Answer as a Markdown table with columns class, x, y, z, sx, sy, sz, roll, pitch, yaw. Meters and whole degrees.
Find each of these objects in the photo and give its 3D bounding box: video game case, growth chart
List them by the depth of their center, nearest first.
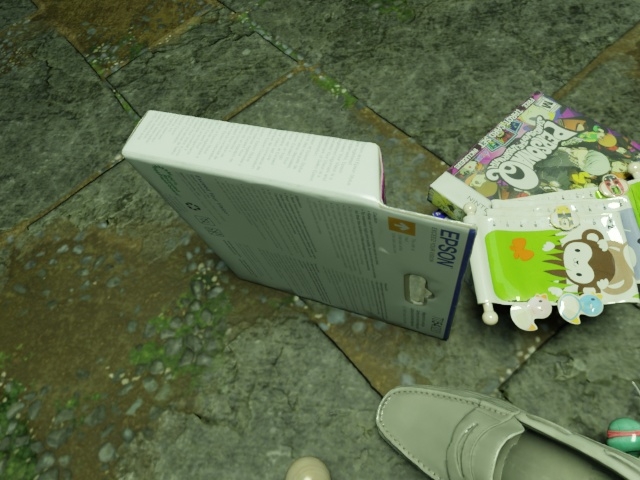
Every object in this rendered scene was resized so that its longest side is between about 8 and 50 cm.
| class | x | y | z | sx | sy | sz | roll | pitch | yaw |
| --- | --- | --- | --- | --- | --- | --- | --- | --- | --- |
| growth chart | 0.281 | 0.006 | 0.496 | 0.237 | 0.021 | 0.172 | -12 | 64 | 2 |
| video game case | 0.296 | -0.073 | 0.571 | 0.232 | 0.042 | 0.210 | -40 | 64 | -13 |

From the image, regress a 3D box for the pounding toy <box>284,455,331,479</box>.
| class | x | y | z | sx | sy | sz | roll | pitch | yaw |
| --- | --- | --- | --- | --- | --- | --- | --- | --- | --- |
| pounding toy | 0.001 | 0.370 | 0.441 | 0.183 | 0.110 | 0.237 | -35 | 51 | -14 |

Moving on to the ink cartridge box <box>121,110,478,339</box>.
| class | x | y | z | sx | sy | sz | roll | pitch | yaw |
| --- | --- | --- | --- | --- | --- | --- | --- | --- | --- |
| ink cartridge box | 0.000 | 0.000 | 0.509 | 0.330 | 0.324 | 0.071 | 13 | 67 | 17 |

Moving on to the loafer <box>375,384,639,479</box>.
| class | x | y | z | sx | sy | sz | roll | pitch | yaw |
| --- | --- | --- | --- | --- | --- | --- | --- | --- | --- |
| loafer | 0.180 | 0.210 | 0.427 | 0.319 | 0.111 | 0.112 | 2 | 65 | 44 |

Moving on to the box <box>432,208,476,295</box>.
| class | x | y | z | sx | sy | sz | roll | pitch | yaw |
| --- | --- | --- | --- | --- | --- | --- | --- | --- | --- |
| box | 0.244 | -0.002 | 0.608 | 0.126 | 0.072 | 0.137 | -28 | 61 | -4 |

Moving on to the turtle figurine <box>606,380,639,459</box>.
| class | x | y | z | sx | sy | sz | roll | pitch | yaw |
| --- | --- | --- | --- | --- | --- | --- | --- | --- | --- |
| turtle figurine | 0.323 | 0.266 | 0.428 | 0.175 | 0.118 | 0.234 | -13 | 66 | 4 |
